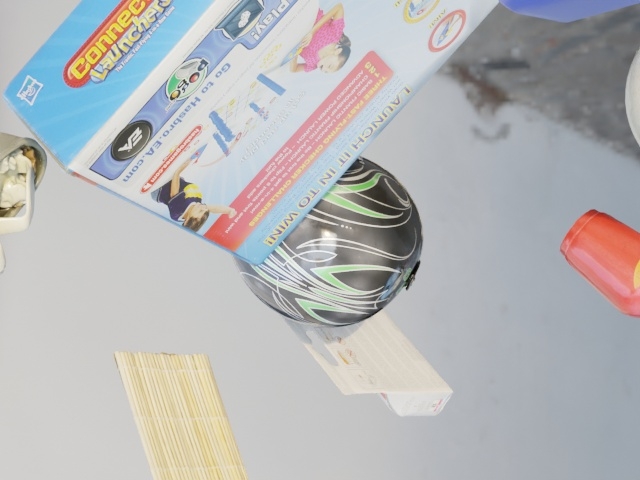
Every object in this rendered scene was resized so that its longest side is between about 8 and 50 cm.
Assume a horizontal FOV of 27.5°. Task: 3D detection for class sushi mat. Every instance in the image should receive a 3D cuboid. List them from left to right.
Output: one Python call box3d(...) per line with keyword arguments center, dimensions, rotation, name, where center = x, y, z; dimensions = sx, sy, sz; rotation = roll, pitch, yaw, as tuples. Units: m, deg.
box3d(center=(-0.146, 0.271, 1.569), dimensions=(0.151, 0.317, 0.019), rotation=(4, 145, -45), name="sushi mat")

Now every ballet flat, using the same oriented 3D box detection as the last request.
box3d(center=(-0.238, -0.007, 0.889), dimensions=(0.068, 0.213, 0.072), rotation=(7, 129, 4), name="ballet flat")

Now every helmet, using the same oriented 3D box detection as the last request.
box3d(center=(0.000, 0.000, 1.213), dimensions=(0.169, 0.169, 0.161), rotation=(-18, 179, 40), name="helmet")

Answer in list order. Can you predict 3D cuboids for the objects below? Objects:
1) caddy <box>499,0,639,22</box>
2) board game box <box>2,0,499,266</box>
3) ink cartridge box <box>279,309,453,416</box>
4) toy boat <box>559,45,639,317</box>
box3d(center=(0.284, -0.361, 1.357), dimensions=(0.179, 0.241, 0.341), rotation=(-13, 176, 34), name="caddy")
box3d(center=(-0.033, -0.148, 0.978), dimensions=(0.308, 0.086, 0.302), rotation=(-47, 155, 5), name="board game box")
box3d(center=(0.041, 0.132, 1.421), dimensions=(0.179, 0.145, 0.045), rotation=(3, 126, -45), name="ink cartridge box")
box3d(center=(0.288, -0.062, 0.877), dimensions=(0.267, 0.148, 0.318), rotation=(-20, 142, -48), name="toy boat")
